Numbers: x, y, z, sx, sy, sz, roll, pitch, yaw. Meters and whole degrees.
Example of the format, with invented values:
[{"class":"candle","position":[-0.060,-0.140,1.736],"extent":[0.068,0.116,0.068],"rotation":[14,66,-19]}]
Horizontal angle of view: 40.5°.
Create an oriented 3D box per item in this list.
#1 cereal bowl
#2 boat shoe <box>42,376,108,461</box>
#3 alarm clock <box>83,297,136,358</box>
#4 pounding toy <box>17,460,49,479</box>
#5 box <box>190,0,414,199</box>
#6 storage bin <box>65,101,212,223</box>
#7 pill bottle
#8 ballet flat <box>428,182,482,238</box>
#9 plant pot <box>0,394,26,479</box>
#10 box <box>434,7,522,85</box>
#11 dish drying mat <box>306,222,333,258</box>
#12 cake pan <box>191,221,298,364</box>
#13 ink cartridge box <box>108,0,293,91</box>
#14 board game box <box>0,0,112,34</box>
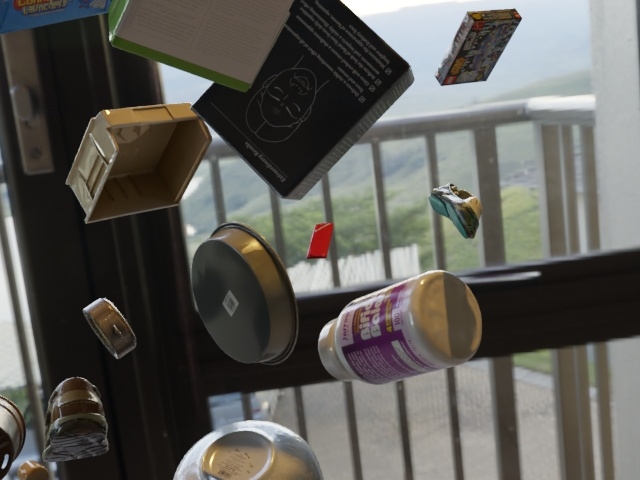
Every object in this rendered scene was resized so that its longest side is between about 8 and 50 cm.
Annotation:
[{"class":"cereal bowl","position":[-0.162,0.512,1.863],"extent":[0.339,0.141,0.339],"rotation":[-6,36,4]},{"class":"boat shoe","position":[-0.459,0.338,1.636],"extent":[0.123,0.119,0.324],"rotation":[-2,-23,-23]},{"class":"alarm clock","position":[-0.434,0.184,1.818],"extent":[0.064,0.129,0.192],"rotation":[-35,15,-18]},{"class":"pounding toy","position":[-0.430,0.352,1.108],"extent":[0.094,0.181,0.206],"rotation":[-2,24,47]},{"class":"box","position":[-0.032,-0.327,1.934],"extent":[0.395,0.293,0.212],"rotation":[-45,-6,7]},{"class":"storage bin","position":[-0.423,-0.189,2.036],"extent":[0.262,0.123,0.260],"rotation":[-14,-29,-43]},{"class":"pill bottle","position":[0.132,0.169,1.576],"extent":[0.169,0.169,0.302],"rotation":[-15,-8,-41]},{"class":"ballet flat","position":[0.244,-0.059,1.507],"extent":[0.070,0.070,0.188],"rotation":[-8,24,-10]},{"class":"plant pot","position":[-0.623,0.374,1.584],"extent":[0.167,0.166,0.165],"rotation":[-10,5,-19]},{"class":"box","position":[0.248,-0.304,1.372],"extent":[0.094,0.027,0.137],"rotation":[-10,-31,-24]},{"class":"dish drying mat","position":[0.000,0.000,1.349],"extent":[0.032,0.008,0.083],"rotation":[-1,37,12]},{"class":"cake pan","position":[-0.156,0.110,1.676],"extent":[0.054,0.293,0.293],"rotation":[-21,17,-38]},{"class":"ink cartridge box","position":[-0.123,-0.331,1.054],"extent":[0.189,0.255,0.097],"rotation":[15,35,-28]},{"class":"board game box","position":[-0.515,-0.475,1.453],"extent":[0.308,0.086,0.302],"rotation":[35,38,19]}]
